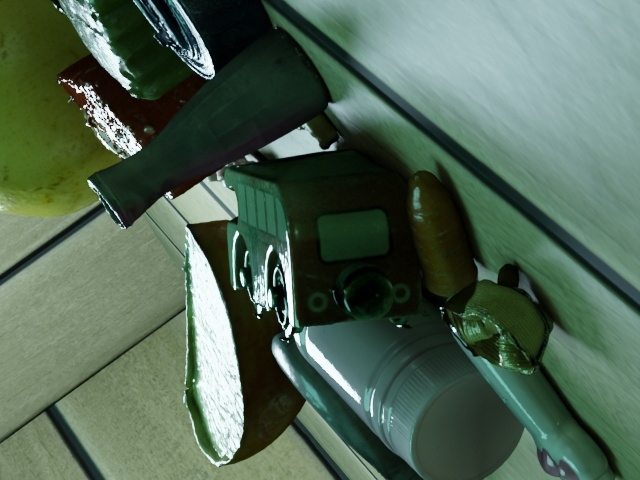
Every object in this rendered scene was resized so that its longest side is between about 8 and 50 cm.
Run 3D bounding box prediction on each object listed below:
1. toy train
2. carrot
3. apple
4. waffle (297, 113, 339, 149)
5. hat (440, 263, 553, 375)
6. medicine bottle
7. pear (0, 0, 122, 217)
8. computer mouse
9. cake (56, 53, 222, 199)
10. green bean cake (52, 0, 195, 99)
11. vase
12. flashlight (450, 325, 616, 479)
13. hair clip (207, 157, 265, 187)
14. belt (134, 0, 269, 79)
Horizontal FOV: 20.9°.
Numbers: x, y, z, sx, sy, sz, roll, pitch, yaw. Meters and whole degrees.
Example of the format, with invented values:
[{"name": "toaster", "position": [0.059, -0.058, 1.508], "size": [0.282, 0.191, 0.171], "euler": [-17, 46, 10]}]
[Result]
[{"name": "toy train", "position": [0.000, 0.000, 1.538], "size": [0.326, 0.129, 0.159], "euler": [-156, 59, -76]}, {"name": "carrot", "position": [0.092, -0.007, 1.368], "size": [0.048, 0.048, 0.139], "euler": [48, 169, 34]}, {"name": "apple", "position": [-0.088, 0.125, 2.195], "size": [0.254, 0.179, 0.346], "euler": [-75, -11, -54]}, {"name": "waffle", "position": [-0.023, -0.115, 1.649], "size": [0.097, 0.023, 0.153], "euler": [54, 170, 4]}, {"name": "hat", "position": [0.141, 0.060, 1.326], "size": [0.076, 0.059, 0.077], "euler": [15, 149, 52]}, {"name": "medicine bottle", "position": [0.081, 0.121, 1.658], "size": [0.133, 0.133, 0.249], "euler": [59, 171, -33]}, {"name": "pear", "position": [-0.380, -0.201, 2.323], "size": [0.348, 0.348, 0.348], "euler": [52, 172, 11]}, {"name": "computer mouse", "position": [0.060, 0.187, 2.095], "size": [0.188, 0.122, 0.371], "euler": [52, 178, 25]}, {"name": "cake", "position": [-0.191, -0.152, 2.012], "size": [0.177, 0.151, 0.283], "euler": [60, 166, -16]}, {"name": "green bean cake", "position": [-0.216, -0.266, 1.811], "size": [0.200, 0.113, 0.214], "euler": [48, 169, 41]}, {"name": "vase", "position": [-0.101, -0.092, 1.512], "size": [0.086, 0.214, 0.086], "euler": [53, 171, 11]}, {"name": "flashlight", "position": [0.176, 0.136, 1.472], "size": [0.200, 0.047, 0.093], "euler": [54, 172, -2]}, {"name": "hair clip", "position": [-0.097, -0.084, 2.082], "size": [0.214, 0.062, 0.056], "euler": [-145, 62, -70]}, {"name": "belt", "position": [-0.131, -0.237, 1.549], "size": [0.190, 0.082, 0.141], "euler": [54, 166, -5]}]
